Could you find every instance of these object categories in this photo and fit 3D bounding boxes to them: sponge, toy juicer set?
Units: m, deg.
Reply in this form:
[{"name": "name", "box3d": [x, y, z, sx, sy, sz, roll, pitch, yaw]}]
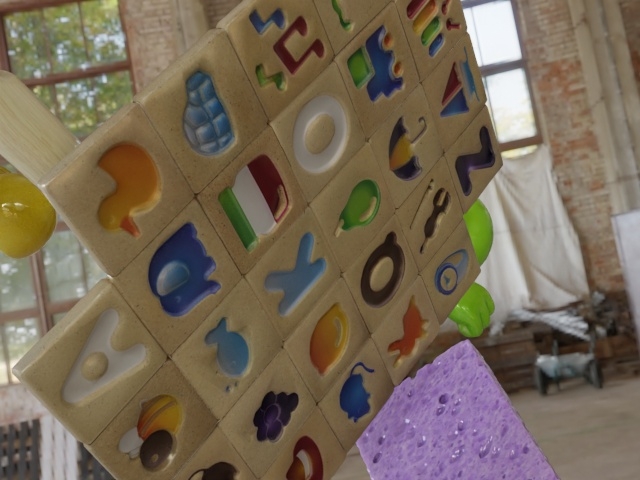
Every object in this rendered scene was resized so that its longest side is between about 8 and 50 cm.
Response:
[{"name": "sponge", "box3d": [0.100, 0.170, 0.568, 0.117, 0.031, 0.210, -38, 35, 8]}, {"name": "toy juicer set", "box3d": [-0.224, -0.043, 0.425, 0.209, 0.090, 0.329, 42, -23, -31]}]

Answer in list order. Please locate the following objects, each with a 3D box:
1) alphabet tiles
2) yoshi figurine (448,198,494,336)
[{"name": "alphabet tiles", "box3d": [0.000, 0.000, 0.479, 0.011, 0.285, 0.342, 17, 56, 40]}, {"name": "yoshi figurine", "box3d": [0.083, 0.045, 0.881, 0.203, 0.362, 0.203, 29, -25, 12]}]
